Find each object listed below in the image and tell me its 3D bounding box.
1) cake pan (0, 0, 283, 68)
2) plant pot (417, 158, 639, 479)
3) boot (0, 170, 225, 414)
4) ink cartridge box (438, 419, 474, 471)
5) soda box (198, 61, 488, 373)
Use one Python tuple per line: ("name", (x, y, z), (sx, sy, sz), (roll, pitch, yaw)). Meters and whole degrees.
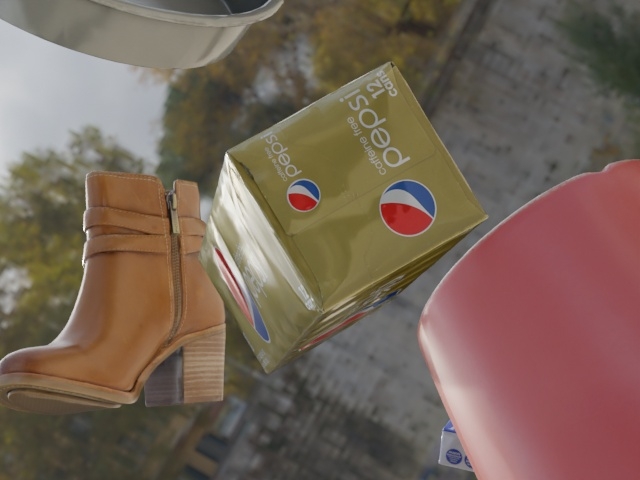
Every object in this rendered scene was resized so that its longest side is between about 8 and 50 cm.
("cake pan", (-0.169, -0.214, 1.107), (0.054, 0.293, 0.293), (-63, -8, 27))
("plant pot", (0.204, 0.101, 0.937), (0.275, 0.243, 0.275), (-28, -25, -14))
("boot", (-0.189, 0.042, 1.383), (0.283, 0.109, 0.220), (2, -100, -48))
("ink cartridge box", (0.245, 0.233, 1.695), (0.097, 0.207, 0.046), (-38, -45, -64))
("soda box", (0.000, 0.000, 0.537), (0.061, 0.058, 0.181), (-30, -6, -11))
